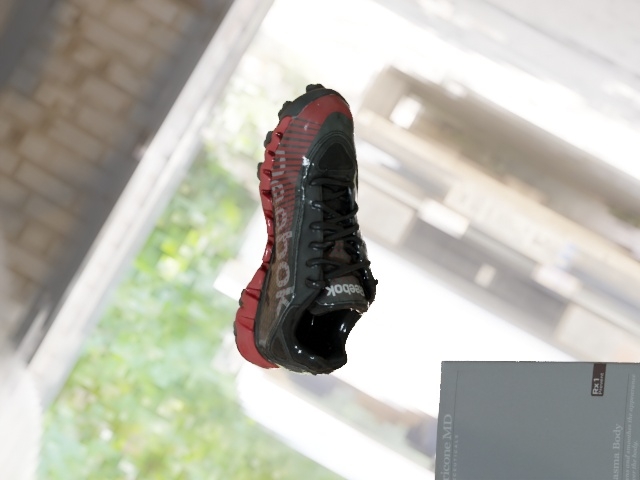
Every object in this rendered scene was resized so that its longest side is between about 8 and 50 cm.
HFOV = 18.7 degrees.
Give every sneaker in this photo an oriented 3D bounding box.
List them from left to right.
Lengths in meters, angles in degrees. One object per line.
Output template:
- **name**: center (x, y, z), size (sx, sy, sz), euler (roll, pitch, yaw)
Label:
- **sneaker**: center (0.000, 0.000, 1.765), size (0.098, 0.276, 0.135), euler (0, -163, -36)

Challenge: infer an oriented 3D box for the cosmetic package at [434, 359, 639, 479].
- **cosmetic package**: center (0.202, 0.154, 1.478), size (0.107, 0.127, 0.238), euler (10, 170, -44)
